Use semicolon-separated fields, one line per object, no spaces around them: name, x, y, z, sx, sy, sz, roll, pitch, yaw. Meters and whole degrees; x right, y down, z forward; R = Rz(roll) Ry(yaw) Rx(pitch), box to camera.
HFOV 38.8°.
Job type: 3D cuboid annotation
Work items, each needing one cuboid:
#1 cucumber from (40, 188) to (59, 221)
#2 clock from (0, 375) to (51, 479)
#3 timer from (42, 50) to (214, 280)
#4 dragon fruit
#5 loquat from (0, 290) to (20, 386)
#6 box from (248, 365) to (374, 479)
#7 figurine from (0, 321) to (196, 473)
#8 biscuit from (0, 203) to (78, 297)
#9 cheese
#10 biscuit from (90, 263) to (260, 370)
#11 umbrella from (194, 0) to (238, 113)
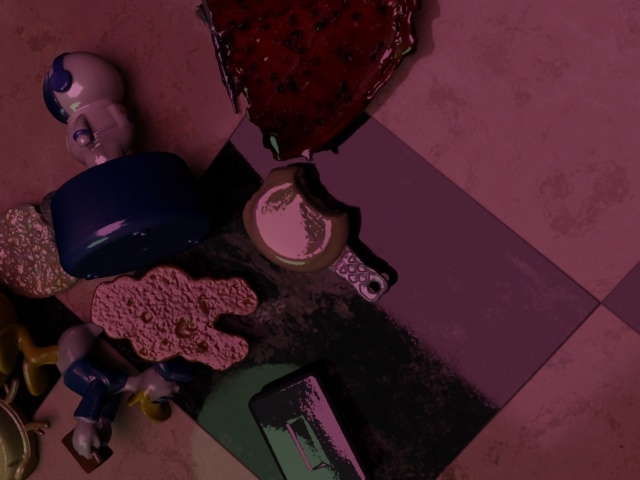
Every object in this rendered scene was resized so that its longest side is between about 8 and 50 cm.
cucumber;-0.462;-0.074;1.692;0.112;0.064;0.064;-19;93;19
clock;-0.683;0.407;1.827;0.308;0.096;0.235;-39;86;18
timer;-0.370;-0.152;1.576;0.270;0.270;0.383;-27;77;20
dragon fruit;0.004;-0.330;1.494;0.329;0.228;0.286;-24;125;0
loquat;-0.692;0.194;1.708;0.263;0.263;0.263;3;100;17
box;-0.018;0.355;1.626;0.160;0.050;0.230;-28;85;18
figurine;-0.397;0.277;1.672;0.339;0.204;0.283;-9;71;6
biscuit;-0.570;0.016;1.753;0.266;0.040;0.188;19;105;12
cheese;0.000;0.000;1.556;0.286;0.082;0.163;37;109;5
biscuit;-0.262;0.132;1.632;0.295;0.044;0.185;13;85;-2
umbrella;-0.187;-0.349;1.571;0.044;0.044;0.268;-5;98;49
